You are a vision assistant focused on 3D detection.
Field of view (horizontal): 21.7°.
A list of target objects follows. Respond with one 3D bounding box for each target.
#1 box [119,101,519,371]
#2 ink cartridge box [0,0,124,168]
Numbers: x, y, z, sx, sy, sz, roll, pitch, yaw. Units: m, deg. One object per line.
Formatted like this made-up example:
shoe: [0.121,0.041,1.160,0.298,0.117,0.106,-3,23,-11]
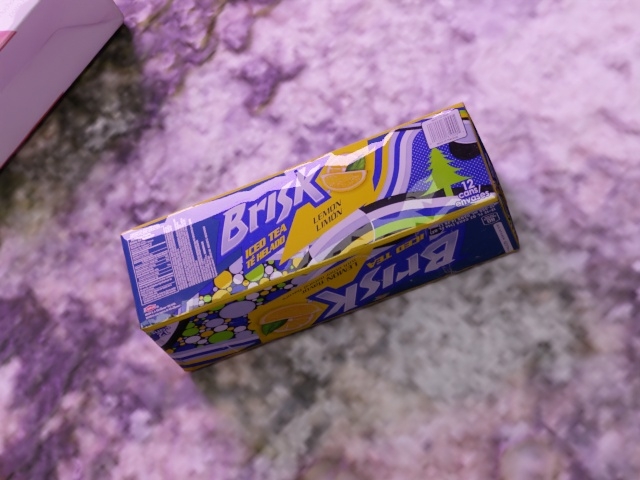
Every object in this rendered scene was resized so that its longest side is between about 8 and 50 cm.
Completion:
box: [0.000,0.000,0.754,0.168,0.059,0.054,-20,62,8]
ink cartridge box: [-0.216,-0.134,0.883,0.198,0.067,0.115,33,79,28]
